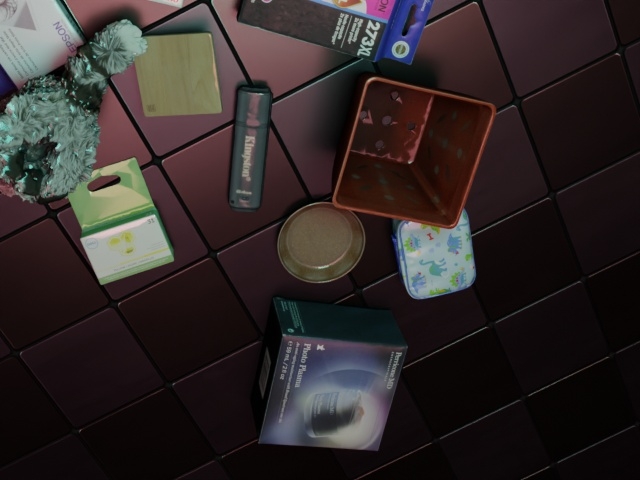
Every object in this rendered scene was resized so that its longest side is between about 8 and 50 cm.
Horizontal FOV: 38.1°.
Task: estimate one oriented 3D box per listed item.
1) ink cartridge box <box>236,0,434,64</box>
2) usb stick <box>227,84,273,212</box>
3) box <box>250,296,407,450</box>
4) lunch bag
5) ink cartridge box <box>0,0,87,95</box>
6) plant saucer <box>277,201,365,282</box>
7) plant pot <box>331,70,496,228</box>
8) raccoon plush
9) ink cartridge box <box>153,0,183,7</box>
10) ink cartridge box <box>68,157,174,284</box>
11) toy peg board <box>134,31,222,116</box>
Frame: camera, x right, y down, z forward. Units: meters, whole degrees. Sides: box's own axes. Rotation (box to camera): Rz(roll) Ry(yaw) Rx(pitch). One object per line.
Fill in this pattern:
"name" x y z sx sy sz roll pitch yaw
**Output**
"ink cartridge box" 0.036 -0.463 1.806 0.370 0.069 0.176 13 118 -13
"usb stick" -0.149 -0.192 1.950 0.077 0.045 0.278 2 115 -12
"box" 0.014 0.311 2.141 0.293 0.183 0.296 6 114 -15
"lunch bag" 0.252 0.016 2.095 0.176 0.090 0.219 -15 117 -4
"ink cartridge box" -0.597 -0.407 1.767 0.223 0.045 0.223 -29 117 4
"plant saucer" 0.000 0.000 2.072 0.198 0.036 0.199 -4 115 -9
"plant pot" 0.163 -0.210 1.892 0.267 0.236 0.267 10 113 -14
"raccoon plush" -0.538 -0.230 1.805 0.446 0.299 0.216 -44 122 -25
"ink cartridge box" -0.298 -0.522 1.761 0.099 0.056 0.135 9 112 -15
"ink cartridge box" -0.429 -0.039 1.967 0.171 0.056 0.235 -18 119 -1
"toy peg board" -0.278 -0.339 1.852 0.160 0.079 0.161 -2 116 8
